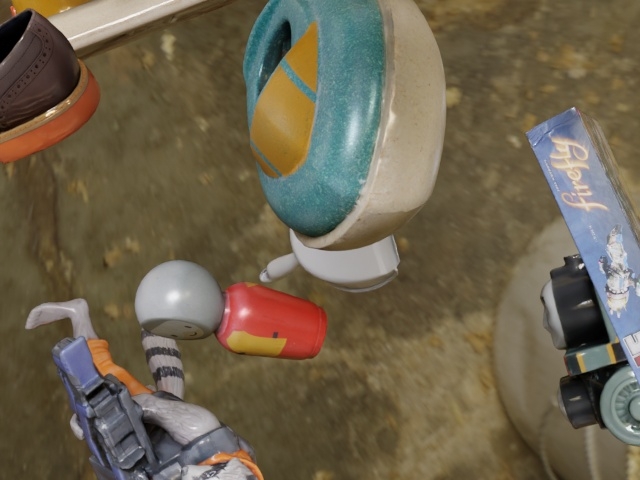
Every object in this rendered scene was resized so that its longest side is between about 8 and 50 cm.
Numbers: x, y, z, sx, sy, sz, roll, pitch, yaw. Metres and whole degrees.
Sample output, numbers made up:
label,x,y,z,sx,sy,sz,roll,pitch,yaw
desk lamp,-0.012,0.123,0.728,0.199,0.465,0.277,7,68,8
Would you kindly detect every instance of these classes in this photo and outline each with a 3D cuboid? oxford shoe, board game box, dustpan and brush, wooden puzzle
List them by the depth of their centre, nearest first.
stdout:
label,x,y,z,sx,sy,sz,roll,pitch,yaw
oxford shoe,-0.302,-0.088,1.150,0.271,0.097,0.098,-26,134,2
board game box,0.230,0.023,1.180,0.042,0.165,0.243,-25,84,14
wooden puzzle,-0.166,-0.236,1.480,0.322,0.348,0.081,-22,98,-9
dustpan and brush,0.000,0.000,1.589,0.211,0.060,0.147,-26,69,34

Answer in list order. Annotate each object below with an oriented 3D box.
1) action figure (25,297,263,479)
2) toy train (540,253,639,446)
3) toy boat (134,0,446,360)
label,x,y,z,sx,sy,sz,roll,pitch,yaw
action figure,-0.166,0.166,1.569,0.178,0.330,0.341,-31,134,-18
toy train,0.370,0.069,1.470,0.333,0.142,0.190,-17,89,16
toy boat,-0.024,-0.047,1.162,0.148,0.267,0.318,14,116,-20
